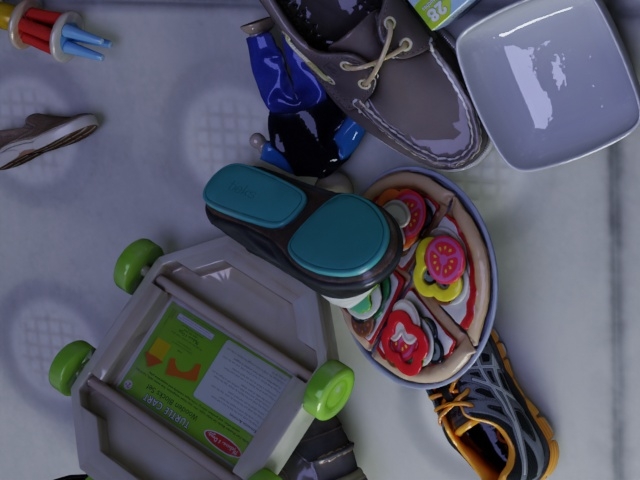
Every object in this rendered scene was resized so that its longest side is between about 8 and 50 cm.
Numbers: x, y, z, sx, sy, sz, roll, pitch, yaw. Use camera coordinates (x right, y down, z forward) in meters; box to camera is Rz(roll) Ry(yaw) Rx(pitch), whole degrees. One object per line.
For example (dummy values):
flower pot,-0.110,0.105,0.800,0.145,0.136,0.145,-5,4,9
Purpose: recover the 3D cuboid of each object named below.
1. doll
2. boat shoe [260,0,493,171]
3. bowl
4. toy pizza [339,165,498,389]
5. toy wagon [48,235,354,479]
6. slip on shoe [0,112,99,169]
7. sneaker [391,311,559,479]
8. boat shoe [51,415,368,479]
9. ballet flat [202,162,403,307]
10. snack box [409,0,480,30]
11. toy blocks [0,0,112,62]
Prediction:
doll,-0.010,-0.116,1.599,0.129,0.046,0.189,-12,101,25
boat shoe,0.028,-0.184,1.505,0.116,0.097,0.324,-39,92,12
bowl,0.199,-0.139,1.475,0.142,0.053,0.142,-21,96,31
toy pizza,0.077,0.034,1.560,0.201,0.032,0.201,7,99,47
toy wagon,-0.136,0.165,1.649,0.267,0.068,0.344,31,87,28
slip on shoe,-0.280,-0.109,1.750,0.135,0.051,0.041,-20,85,38
sneaker,0.133,0.137,1.589,0.215,0.083,0.084,52,125,8
boat shoe,-0.120,0.222,1.744,0.355,0.132,0.130,-9,92,23
ballet flat,0.000,0.000,1.554,0.280,0.095,0.096,30,161,53
snack box,0.102,-0.311,1.458,0.174,0.070,0.207,-40,88,32
toy blocks,-0.266,-0.239,1.690,0.148,0.054,0.123,19,115,22
